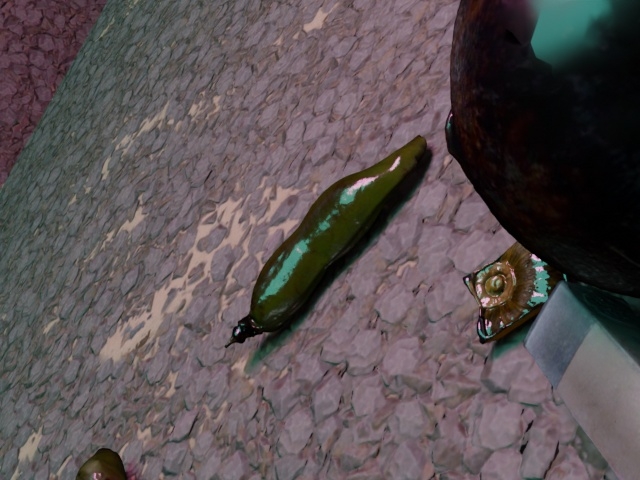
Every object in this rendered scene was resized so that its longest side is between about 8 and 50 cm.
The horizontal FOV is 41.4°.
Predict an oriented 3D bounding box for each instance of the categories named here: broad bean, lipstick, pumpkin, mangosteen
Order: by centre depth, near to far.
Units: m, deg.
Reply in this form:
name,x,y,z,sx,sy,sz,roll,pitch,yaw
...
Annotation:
name,x,y,z,sx,sy,sz,roll,pitch,yaw
lipstick,0.230,0.134,0.536,0.317,0.066,0.068,-113,43,-61
mangosteen,0.238,-0.120,0.597,0.330,0.330,0.330,-32,39,31
pumpkin,0.180,0.043,0.765,0.101,0.035,0.073,-33,50,24
broad bean,0.000,0.000,1.001,0.339,0.061,0.077,-50,40,9

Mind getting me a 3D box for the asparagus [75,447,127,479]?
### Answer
name,x,y,z,sx,sy,sz,roll,pitch,yaw
asparagus,-0.235,0.369,0.963,0.085,0.082,0.343,-19,34,-11
